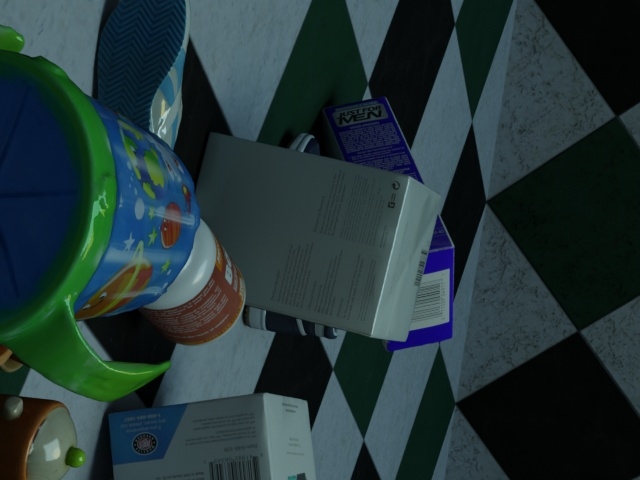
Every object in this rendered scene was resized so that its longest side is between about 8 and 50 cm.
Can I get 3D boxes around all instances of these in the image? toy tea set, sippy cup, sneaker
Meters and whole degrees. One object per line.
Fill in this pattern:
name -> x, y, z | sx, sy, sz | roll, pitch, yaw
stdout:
toy tea set -> -0.294, 0.131, 1.535 | 0.336, 0.124, 0.200 | 32, 73, -73
sippy cup -> -0.223, -0.027, 1.400 | 0.224, 0.240, 0.306 | 10, 86, -64
sneaker -> -0.183, -0.168, 1.757 | 0.092, 0.087, 0.229 | -51, 157, -69
sneaker -> 0.000, 0.000, 2.333 | 0.099, 0.153, 0.282 | 6, 97, -73

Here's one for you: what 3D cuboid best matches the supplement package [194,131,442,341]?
supplement package -> -0.013, -0.002, 2.101 | 0.198, 0.262, 0.199 | 19, 85, -74

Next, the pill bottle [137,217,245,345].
pill bottle -> -0.165, 0.033, 1.883 | 0.216, 0.121, 0.121 | 61, 45, -67

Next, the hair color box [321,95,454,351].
hair color box -> 0.093, -0.028, 2.408 | 0.339, 0.110, 0.185 | -109, -169, -46

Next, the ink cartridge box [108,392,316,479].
ink cartridge box -> -0.116, 0.330, 1.989 | 0.197, 0.198, 0.270 | 29, 53, -74
